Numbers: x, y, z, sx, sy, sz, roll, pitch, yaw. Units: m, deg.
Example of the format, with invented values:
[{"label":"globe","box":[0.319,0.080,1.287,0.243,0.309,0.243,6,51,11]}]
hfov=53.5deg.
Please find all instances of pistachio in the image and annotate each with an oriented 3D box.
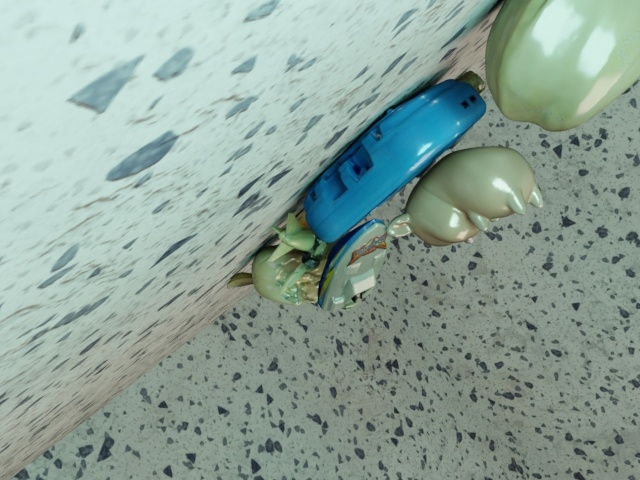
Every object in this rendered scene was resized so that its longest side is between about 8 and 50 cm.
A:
[{"label":"pistachio","box":[0.347,-0.298,0.830,0.332,0.208,0.226,-52,140,10]}]

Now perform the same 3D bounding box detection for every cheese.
[{"label":"cheese","box":[-0.031,0.084,1.510,0.266,0.127,0.233,0,-169,-30]}]

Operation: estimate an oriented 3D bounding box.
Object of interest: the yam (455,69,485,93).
[{"label":"yam","box":[0.235,-0.265,1.368,0.274,0.061,0.061,-39,178,-5]}]

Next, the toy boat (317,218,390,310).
[{"label":"toy boat","box":[0.071,0.043,1.229,0.129,0.088,0.295,-22,155,-23]}]

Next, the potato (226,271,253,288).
[{"label":"potato","box":[-0.194,0.092,1.593,0.093,0.036,0.037,-12,141,14]}]

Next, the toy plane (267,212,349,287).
[{"label":"toy plane","box":[0.000,0.000,1.300,0.244,0.092,0.229,6,116,-45]}]

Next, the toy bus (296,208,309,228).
[{"label":"toy bus","box":[0.039,-0.071,1.548,0.138,0.097,0.342,-48,173,27]}]

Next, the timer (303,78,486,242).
[{"label":"timer","box":[0.126,-0.144,1.124,0.340,0.115,0.309,-41,179,38]}]

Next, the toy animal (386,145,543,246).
[{"label":"toy animal","box":[0.249,-0.076,1.106,0.166,0.154,0.250,-10,165,-45]}]
